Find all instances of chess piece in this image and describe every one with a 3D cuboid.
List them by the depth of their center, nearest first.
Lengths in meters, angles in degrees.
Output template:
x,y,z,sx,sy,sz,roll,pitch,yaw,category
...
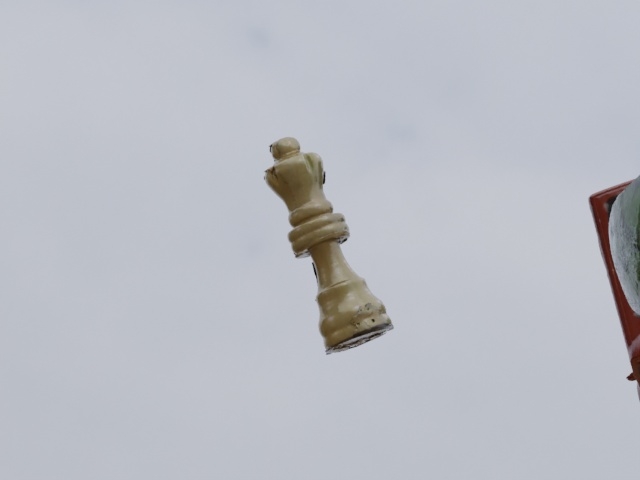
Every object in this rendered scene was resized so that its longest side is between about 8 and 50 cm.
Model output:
x,y,z,sx,sy,sz,roll,pitch,yaw,category
-0.001,0.000,1.349,0.060,0.172,0.060,-21,-10,-4,chess piece

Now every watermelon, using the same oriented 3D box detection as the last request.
x,y,z,sx,sy,sz,roll,pitch,yaw,category
0.271,0.014,1.416,0.080,0.101,0.155,5,-15,-15,watermelon

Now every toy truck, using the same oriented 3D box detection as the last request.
x,y,z,sx,sy,sz,roll,pitch,yaw,category
0.342,0.065,1.714,0.107,0.253,0.114,-19,-29,17,toy truck
